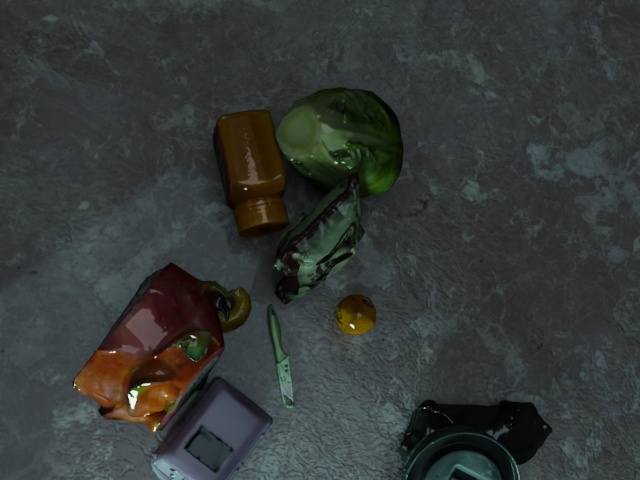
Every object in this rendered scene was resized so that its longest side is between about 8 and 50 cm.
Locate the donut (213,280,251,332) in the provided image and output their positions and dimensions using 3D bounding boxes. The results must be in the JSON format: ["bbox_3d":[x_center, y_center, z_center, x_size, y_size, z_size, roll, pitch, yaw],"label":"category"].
[{"bbox_3d":[-0.187,0.126,1.385,0.108,0.043,0.097,9,73,-7],"label":"donut"}]

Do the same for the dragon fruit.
[{"bbox_3d":[-0.267,0.189,1.226,0.189,0.290,0.291,35,71,-3],"label":"dragon fruit"}]

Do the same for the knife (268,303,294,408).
[{"bbox_3d":[-0.076,0.224,1.400,0.030,0.014,0.207,-8,79,-15],"label":"knife"}]

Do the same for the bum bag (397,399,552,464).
[{"bbox_3d":[0.308,0.381,1.416,0.326,0.079,0.142,-1,86,-14],"label":"bum bag"}]

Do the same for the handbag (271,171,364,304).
[{"bbox_3d":[0.000,0.000,1.379,0.127,0.213,0.235,41,70,19],"label":"handbag"}]

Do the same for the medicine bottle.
[{"bbox_3d":[-0.135,-0.127,1.404,0.112,0.149,0.222,-11,79,-15],"label":"medicine bottle"}]

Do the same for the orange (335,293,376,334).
[{"bbox_3d":[0.070,0.147,1.421,0.083,0.083,0.084,3,75,-13],"label":"orange"}]

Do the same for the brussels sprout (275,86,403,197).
[{"bbox_3d":[0.039,-0.197,1.417,0.271,0.210,0.220,8,77,-51],"label":"brussels sprout"}]

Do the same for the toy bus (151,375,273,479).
[{"bbox_3d":[-0.195,0.356,1.269,0.142,0.142,0.202,39,71,-2],"label":"toy bus"}]

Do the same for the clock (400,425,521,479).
[{"bbox_3d":[0.264,0.462,1.360,0.226,0.049,0.226,-1,99,-4],"label":"clock"}]
